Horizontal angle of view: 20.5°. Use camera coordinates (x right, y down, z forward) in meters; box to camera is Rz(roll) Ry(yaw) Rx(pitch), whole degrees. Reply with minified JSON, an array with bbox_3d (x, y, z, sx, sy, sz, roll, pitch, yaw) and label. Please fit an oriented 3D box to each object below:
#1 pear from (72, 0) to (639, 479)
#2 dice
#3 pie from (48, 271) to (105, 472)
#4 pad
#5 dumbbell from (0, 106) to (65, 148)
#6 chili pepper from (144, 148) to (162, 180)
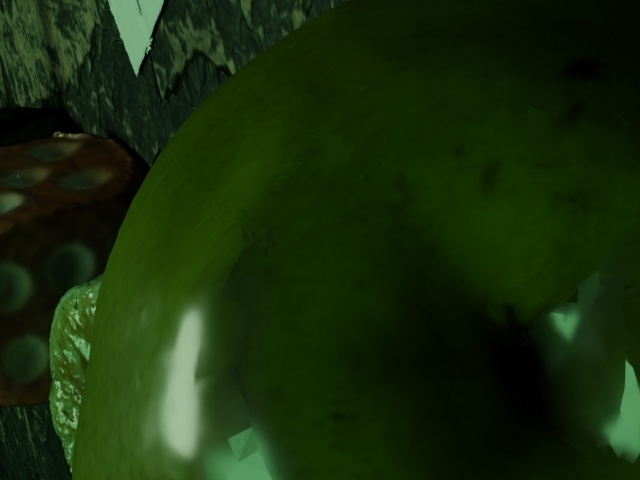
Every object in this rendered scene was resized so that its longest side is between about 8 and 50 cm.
[{"bbox_3d":[0.055,0.053,0.576,0.294,0.294,0.294,164,90,-71],"label":"pear"},{"bbox_3d":[-0.218,0.025,1.427,0.179,0.175,0.174,36,138,54],"label":"dice"},{"bbox_3d":[-0.114,0.125,1.295,0.240,0.054,0.240,21,125,33],"label":"pie"},{"bbox_3d":[-0.161,-0.249,1.303,0.156,0.004,0.232,125,126,-65],"label":"pad"},{"bbox_3d":[-0.324,-0.157,1.555,0.185,0.185,0.388,-147,45,-62],"label":"dumbbell"},{"bbox_3d":[0.000,0.000,0.840,0.165,0.174,0.261,-90,1,-47],"label":"chili pepper"}]
